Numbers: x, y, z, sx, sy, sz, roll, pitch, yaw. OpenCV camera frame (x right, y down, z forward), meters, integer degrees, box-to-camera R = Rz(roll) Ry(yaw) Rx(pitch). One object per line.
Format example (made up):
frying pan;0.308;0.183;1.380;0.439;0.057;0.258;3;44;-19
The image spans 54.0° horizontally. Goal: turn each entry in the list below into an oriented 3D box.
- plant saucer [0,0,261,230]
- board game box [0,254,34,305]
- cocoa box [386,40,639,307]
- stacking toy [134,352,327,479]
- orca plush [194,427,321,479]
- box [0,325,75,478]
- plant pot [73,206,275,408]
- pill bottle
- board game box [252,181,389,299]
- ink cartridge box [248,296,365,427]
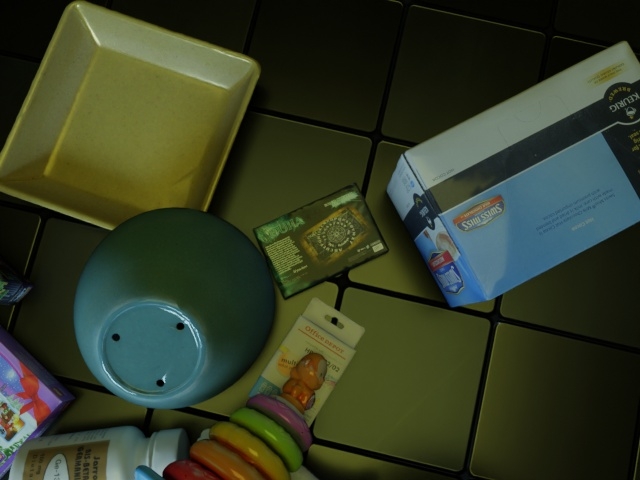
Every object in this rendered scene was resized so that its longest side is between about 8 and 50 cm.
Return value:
plant saucer;-0.299;-0.177;1.010;0.333;0.081;0.332;20;82;2
board game box;-0.537;0.025;0.947;0.170;0.141;0.048;39;85;5
cocoa box;0.307;-0.079;0.919;0.347;0.231;0.228;-27;83;-4
stacking toy;-0.077;0.271;0.843;0.166;0.175;0.302;21;54;30
orca plush;-0.047;0.359;0.929;0.287;0.102;0.151;5;56;11
box;-0.556;0.220;0.961;0.293;0.057;0.201;42;84;6
plant pot;-0.210;0.112;0.862;0.290;0.195;0.290;0;102;-2
pill bottle;-0.309;0.338;0.907;0.229;0.131;0.131;-7;82;-1
board game box;0.000;0.000;1.011;0.186;0.026;0.126;-24;82;-3
ink cartridge box;-0.017;0.186;0.965;0.104;0.061;0.181;32;82;4
